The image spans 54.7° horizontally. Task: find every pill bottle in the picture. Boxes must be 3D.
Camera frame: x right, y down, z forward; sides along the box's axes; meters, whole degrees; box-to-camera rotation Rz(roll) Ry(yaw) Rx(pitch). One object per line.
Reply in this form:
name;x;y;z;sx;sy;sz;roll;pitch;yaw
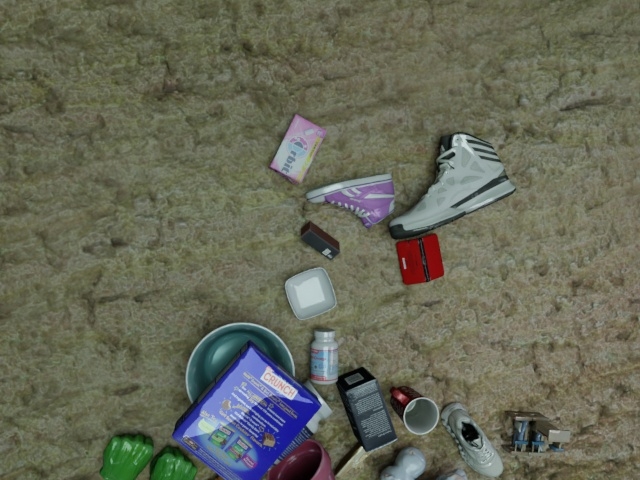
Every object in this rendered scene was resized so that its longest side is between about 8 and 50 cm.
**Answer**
pill bottle;0.012;0.357;1.916;0.087;0.087;0.160;0;92;-11
pill bottle;-0.102;0.553;1.870;0.264;0.153;0.153;-37;99;-7

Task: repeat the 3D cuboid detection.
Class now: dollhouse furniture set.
dollhouse furniture set;0.694;0.646;2.011;0.128;0.183;0.129;6;92;-11

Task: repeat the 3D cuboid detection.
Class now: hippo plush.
hippo plush;0.301;0.798;1.963;0.236;0.234;0.294;33;69;19

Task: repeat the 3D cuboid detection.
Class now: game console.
game console;0.322;0.060;1.999;0.124;0.085;0.144;-10;95;21

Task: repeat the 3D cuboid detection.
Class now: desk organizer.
desk organizer;0.000;0.000;1.914;0.130;0.050;0.047;36;119;-25

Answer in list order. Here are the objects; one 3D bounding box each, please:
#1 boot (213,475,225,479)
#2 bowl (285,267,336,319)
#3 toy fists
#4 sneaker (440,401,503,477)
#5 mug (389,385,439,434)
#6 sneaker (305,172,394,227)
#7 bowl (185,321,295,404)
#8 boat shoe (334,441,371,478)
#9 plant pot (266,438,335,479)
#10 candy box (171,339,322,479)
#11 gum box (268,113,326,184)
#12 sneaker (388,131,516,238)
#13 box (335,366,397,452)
boot;-0.293;0.726;1.885;0.152;0.073;0.197;-16;93;-6
bowl;-0.034;0.161;1.915;0.142;0.053;0.142;-20;97;-9
toy fists;-0.502;0.660;1.831;0.279;0.096;0.142;27;97;-12
sneaker;0.504;0.666;2.011;0.110;0.118;0.292;-39;100;-9
mug;0.281;0.505;1.933;0.113;0.169;0.150;-20;96;-9
sneaker;0.099;-0.109;1.905;0.282;0.102;0.161;-10;98;-10
bowl;-0.240;0.384;1.831;0.311;0.163;0.312;0;92;-11
boat shoe;0.116;0.696;1.964;0.170;0.063;0.059;-45;94;-7
plant pot;-0.036;0.739;1.882;0.201;0.201;0.180;-34;114;-7
candy box;-0.199;0.479;1.700;0.268;0.122;0.317;43;86;-9
gum box;-0.073;-0.272;1.881;0.107;0.062;0.188;27;88;-11
sneaker;0.373;-0.182;1.943;0.447;0.169;0.258;-24;88;-17
box;0.139;0.520;1.916;0.108;0.153;0.207;-21;97;-10
